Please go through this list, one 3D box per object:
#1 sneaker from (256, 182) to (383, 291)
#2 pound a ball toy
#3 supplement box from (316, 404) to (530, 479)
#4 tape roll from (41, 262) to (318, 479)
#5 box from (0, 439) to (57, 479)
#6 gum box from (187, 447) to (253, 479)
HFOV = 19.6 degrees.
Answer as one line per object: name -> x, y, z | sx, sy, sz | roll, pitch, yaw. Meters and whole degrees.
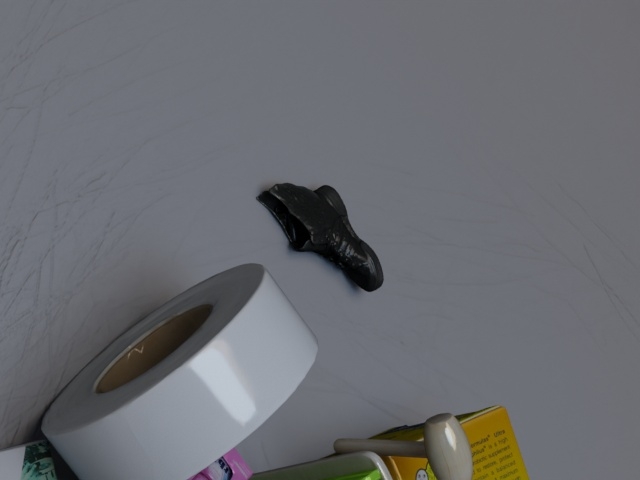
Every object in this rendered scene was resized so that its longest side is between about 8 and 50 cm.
sneaker -> 0.002, -0.001, 2.208 | 0.089, 0.051, 0.170 | -31, 93, -40
pound a ball toy -> 0.004, 0.300, 1.943 | 0.208, 0.319, 0.135 | -28, 96, -41
supplement box -> 0.138, 0.393, 2.108 | 0.195, 0.194, 0.356 | -18, 88, -41
tape roll -> -0.142, 0.145, 1.893 | 0.100, 0.286, 0.286 | 54, 51, -13
box -> -0.340, 0.375, 1.815 | 0.232, 0.058, 0.322 | -10, 86, -40
gum box -> -0.164, 0.261, 1.904 | 0.062, 0.188, 0.107 | 54, 51, -13
